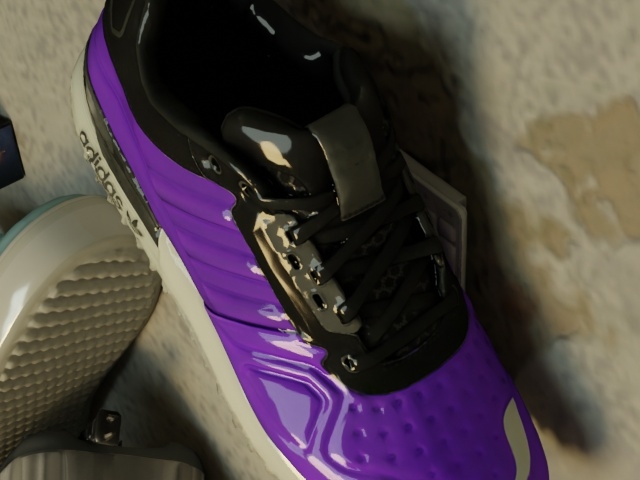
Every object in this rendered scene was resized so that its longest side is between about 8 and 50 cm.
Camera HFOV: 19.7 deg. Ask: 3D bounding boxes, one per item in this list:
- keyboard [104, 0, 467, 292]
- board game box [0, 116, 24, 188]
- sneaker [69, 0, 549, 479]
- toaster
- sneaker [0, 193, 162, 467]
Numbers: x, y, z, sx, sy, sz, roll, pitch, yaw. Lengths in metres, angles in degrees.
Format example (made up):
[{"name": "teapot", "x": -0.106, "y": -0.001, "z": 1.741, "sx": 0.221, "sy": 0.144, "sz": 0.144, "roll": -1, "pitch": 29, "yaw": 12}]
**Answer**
[{"name": "keyboard", "x": -0.023, "y": -0.054, "z": 0.860, "sx": 0.256, "sy": 0.014, "sz": 0.072, "roll": 39, "pitch": 143, "yaw": 33}, {"name": "board game box", "x": -0.321, "y": -0.058, "z": 1.150, "sx": 0.243, "sy": 0.165, "sz": 0.042, "roll": 25, "pitch": 135, "yaw": 44}, {"name": "sneaker", "x": -0.001, "y": 0.000, "z": 0.757, "sx": 0.293, "sy": 0.102, "sz": 0.146, "roll": 52, "pitch": 153, "yaw": 9}, {"name": "toaster", "x": -0.139, "y": 0.209, "z": 1.099, "sx": 0.227, "sy": 0.129, "sz": 0.146, "roll": 126, "pitch": 147, "yaw": -56}, {"name": "sneaker", "x": -0.206, "y": 0.046, "z": 1.100, "sx": 0.150, "sy": 0.135, "sz": 0.366, "roll": 51, "pitch": 148, "yaw": 10}]
